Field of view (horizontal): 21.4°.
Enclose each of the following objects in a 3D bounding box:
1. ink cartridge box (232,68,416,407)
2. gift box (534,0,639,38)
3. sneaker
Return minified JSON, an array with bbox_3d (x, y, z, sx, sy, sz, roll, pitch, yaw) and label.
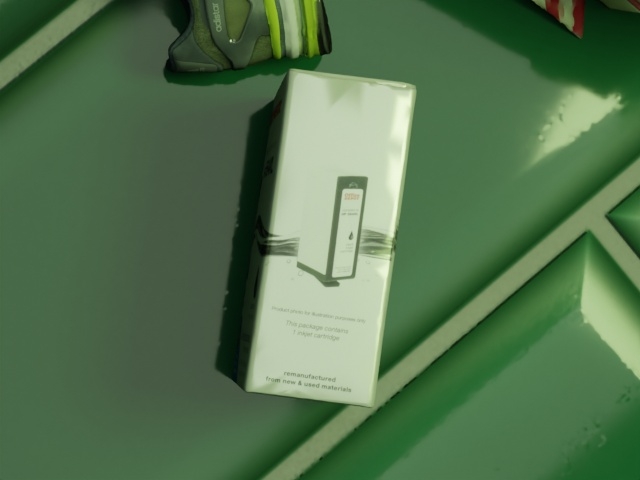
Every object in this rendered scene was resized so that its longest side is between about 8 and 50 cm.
[{"bbox_3d":[0.000,0.000,1.102,0.086,0.148,0.203,8,87,-5],"label":"ink cartridge box"},{"bbox_3d":[0.228,-0.275,1.090,0.276,0.258,0.255,41,84,-27],"label":"gift box"},{"bbox_3d":[-0.093,-0.247,1.120,0.121,0.111,0.299,-20,89,-3],"label":"sneaker"}]
